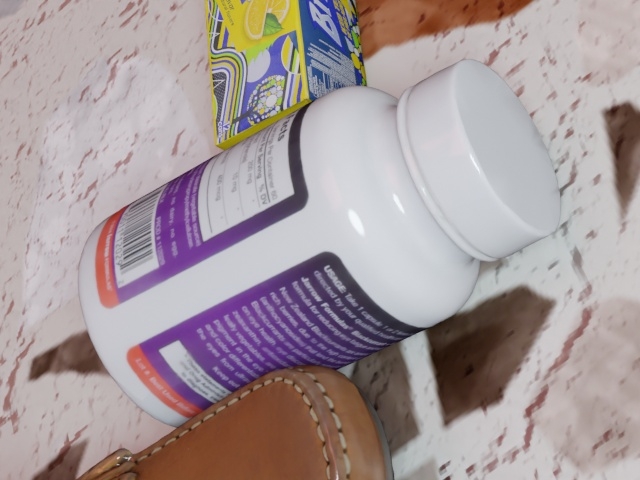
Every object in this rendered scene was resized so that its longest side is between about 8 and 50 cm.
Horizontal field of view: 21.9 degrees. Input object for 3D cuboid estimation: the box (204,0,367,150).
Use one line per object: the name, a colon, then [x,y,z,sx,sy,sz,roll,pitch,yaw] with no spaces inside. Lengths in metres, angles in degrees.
box: [-0.020,-0.117,0.820,0.059,0.054,0.168,-25,54,29]

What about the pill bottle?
pill bottle: [0.000,0.000,0.708,0.193,0.108,0.108,-27,54,28]

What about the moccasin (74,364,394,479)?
moccasin: [-0.129,0.172,0.708,0.380,0.147,0.139,-32,52,25]
